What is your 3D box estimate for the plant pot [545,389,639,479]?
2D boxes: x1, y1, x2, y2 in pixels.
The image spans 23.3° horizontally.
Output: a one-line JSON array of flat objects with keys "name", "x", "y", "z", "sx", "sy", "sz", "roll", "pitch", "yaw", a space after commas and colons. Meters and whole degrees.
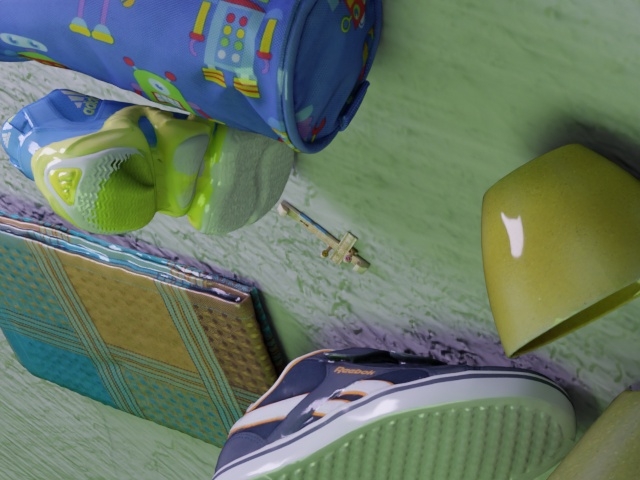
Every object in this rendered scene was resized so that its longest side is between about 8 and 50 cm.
[{"name": "plant pot", "x": 0.221, "y": 0.243, "z": 1.049, "sx": 0.276, "sy": 0.254, "sz": 0.276, "roll": 27, "pitch": 149, "yaw": 18}]

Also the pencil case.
[{"name": "pencil case", "x": -0.105, "y": -0.144, "z": 1.004, "sx": 0.306, "sy": 0.119, "sz": 0.133, "roll": 18, "pitch": 157, "yaw": 30}]

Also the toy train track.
[{"name": "toy train track", "x": 0.000, "y": 0.000, "z": 1.191, "sx": 0.083, "sy": 0.014, "sz": 0.048, "roll": 37, "pitch": 149, "yaw": 3}]

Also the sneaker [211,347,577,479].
[{"name": "sneaker", "x": 0.051, "y": 0.139, "z": 1.235, "sx": 0.321, "sy": 0.127, "sz": 0.126, "roll": -19, "pitch": 127, "yaw": 27}]

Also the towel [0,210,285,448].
[{"name": "towel", "x": -0.181, "y": 0.089, "z": 1.478, "sx": 0.370, "sy": 0.040, "sz": 0.271, "roll": 16, "pitch": 144, "yaw": 30}]

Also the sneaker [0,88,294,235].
[{"name": "sneaker", "x": -0.120, "y": -0.067, "z": 1.065, "sx": 0.126, "sy": 0.240, "sz": 0.091, "roll": 31, "pitch": 106, "yaw": 26}]

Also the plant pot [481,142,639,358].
[{"name": "plant pot", "x": 0.150, "y": -0.001, "z": 0.940, "sx": 0.095, "sy": 0.134, "sz": 0.134, "roll": 62, "pitch": 151, "yaw": 11}]
